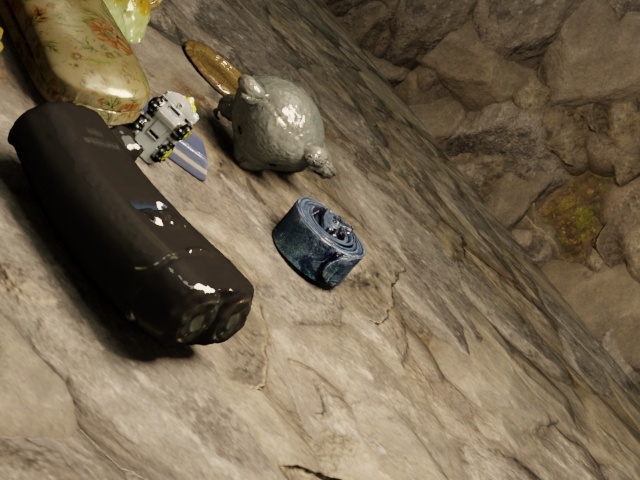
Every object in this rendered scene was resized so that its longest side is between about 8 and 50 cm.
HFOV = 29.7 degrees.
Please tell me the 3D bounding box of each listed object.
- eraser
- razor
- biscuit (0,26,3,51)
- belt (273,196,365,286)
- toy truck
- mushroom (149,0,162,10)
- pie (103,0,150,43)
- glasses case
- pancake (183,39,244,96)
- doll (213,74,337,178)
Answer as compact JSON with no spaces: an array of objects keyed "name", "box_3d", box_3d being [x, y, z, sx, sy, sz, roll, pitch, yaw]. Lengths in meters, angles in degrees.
[{"name":"eraser","box_3d":[-0.253,-0.177,1.833,0.225,0.036,0.082,36,18,-28]},{"name":"razor","box_3d":[-0.218,-0.015,1.371,0.327,0.107,0.189,49,17,21]},{"name":"biscuit","box_3d":[-0.483,-0.281,1.469,0.187,0.036,0.273,56,24,19]},{"name":"belt","box_3d":[0.000,0.000,1.933,0.141,0.082,0.190,38,15,-4]},{"name":"toy truck","box_3d":[-0.223,-0.167,1.753,0.076,0.111,0.077,46,9,3]},{"name":"mushroom","box_3d":[-0.426,-0.554,2.266,0.351,0.097,0.109,36,16,-37]},{"name":"pie","box_3d":[-0.408,-0.459,2.082,0.274,0.105,0.257,35,29,-32]},{"name":"glasses case","box_3d":[-0.373,-0.311,1.740,0.156,0.098,0.425,8,36,-39]},{"name":"pancake","box_3d":[-0.195,-0.329,2.403,0.199,0.021,0.199,40,18,-15]},{"name":"doll","box_3d":[-0.083,-0.171,2.112,0.246,0.158,0.340,38,-13,-3]}]
